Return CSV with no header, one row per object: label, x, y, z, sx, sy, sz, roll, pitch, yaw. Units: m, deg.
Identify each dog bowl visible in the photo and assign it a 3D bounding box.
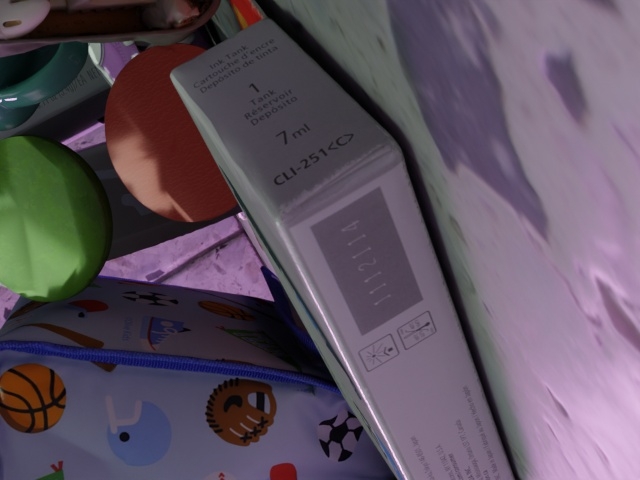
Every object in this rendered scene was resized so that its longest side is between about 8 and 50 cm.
dog bowl,-0.222,-0.051,1.002,0.349,0.349,0.102,-144,36,-77

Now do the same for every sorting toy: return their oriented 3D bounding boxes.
sorting toy,-0.171,-0.038,0.749,0.127,0.365,0.126,63,-153,-3

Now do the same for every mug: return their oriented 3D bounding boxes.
mug,-0.251,-0.133,0.671,0.129,0.097,0.158,25,172,-30

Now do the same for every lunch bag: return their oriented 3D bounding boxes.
lunch bag,-0.087,0.152,0.833,0.328,0.385,0.239,-140,58,-77

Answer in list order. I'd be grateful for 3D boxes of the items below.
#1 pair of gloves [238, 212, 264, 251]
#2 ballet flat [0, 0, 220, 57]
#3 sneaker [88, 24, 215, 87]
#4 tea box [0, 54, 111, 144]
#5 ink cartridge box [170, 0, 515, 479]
pair of gloves,-0.125,-0.088,1.399,0.204,0.042,0.240,55,171,49
ballet flat,-0.154,-0.148,0.557,0.068,0.213,0.072,-8,93,54
sneaker,-0.146,-0.190,0.752,0.282,0.102,0.161,63,171,-27
tea box,-0.357,-0.264,1.065,0.323,0.329,0.220,60,175,-3
ink cartridge box,0.000,0.000,0.565,0.261,0.066,0.296,54,172,46
